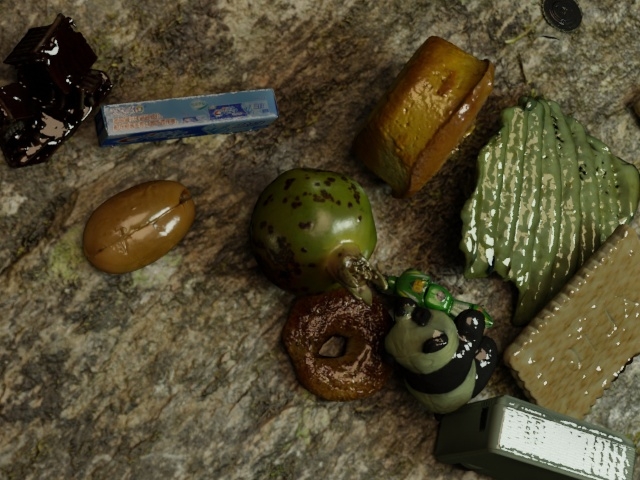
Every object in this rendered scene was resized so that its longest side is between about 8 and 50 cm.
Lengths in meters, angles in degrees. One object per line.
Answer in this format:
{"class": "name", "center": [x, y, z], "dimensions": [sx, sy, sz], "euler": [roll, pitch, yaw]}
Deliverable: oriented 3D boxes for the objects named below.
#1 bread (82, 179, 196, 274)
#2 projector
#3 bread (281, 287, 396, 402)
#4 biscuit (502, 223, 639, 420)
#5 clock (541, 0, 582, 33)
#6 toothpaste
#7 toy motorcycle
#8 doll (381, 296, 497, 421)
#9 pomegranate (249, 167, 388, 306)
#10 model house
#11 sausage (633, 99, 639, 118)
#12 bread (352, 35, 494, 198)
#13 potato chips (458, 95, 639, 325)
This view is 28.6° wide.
{"class": "bread", "center": [-0.262, -0.024, 1.845], "dimensions": [0.189, 0.077, 0.114], "euler": [-34, 89, -21]}
{"class": "projector", "center": [0.332, 0.322, 1.951], "dimensions": [0.257, 0.192, 0.099], "euler": [19, 69, -18]}
{"class": "bread", "center": [0.035, 0.156, 1.934], "dimensions": [0.193, 0.064, 0.193], "euler": [3, 81, -19]}
{"class": "biscuit", "center": [0.446, 0.146, 2.062], "dimensions": [0.325, 0.044, 0.217], "euler": [-46, 117, -14]}
{"class": "clock", "center": [0.428, -0.405, 2.226], "dimensions": [0.083, 0.010, 0.074], "euler": [25, 72, -16]}
{"class": "toothpaste", "center": [-0.201, -0.185, 1.903], "dimensions": [0.272, 0.066, 0.053], "euler": [-8, 84, -23]}
{"class": "toy motorcycle", "center": [0.173, 0.094, 1.976], "dimensions": [0.190, 0.106, 0.074], "euler": [27, 72, -14]}
{"class": "doll", "center": [0.176, 0.170, 1.900], "dimensions": [0.144, 0.234, 0.135], "euler": [5, 57, 24]}
{"class": "pomegranate", "center": [0.010, 0.003, 1.872], "dimensions": [0.246, 0.198, 0.198], "euler": [37, 67, 14]}
{"class": "model house", "center": [-0.392, -0.208, 1.781], "dimensions": [0.141, 0.164, 0.203], "euler": [33, 71, -7]}
{"class": "sausage", "center": [0.660, -0.135, 2.241], "dimensions": [0.066, 0.066, 0.301], "euler": [-38, 93, -23]}
{"class": "bread", "center": [0.161, -0.199, 1.954], "dimensions": [0.146, 0.268, 0.268], "euler": [36, 69, -5]}
{"class": "potato chips", "center": [0.376, -0.060, 2.085], "dimensions": [0.373, 0.097, 0.389], "euler": [36, 65, -30]}
